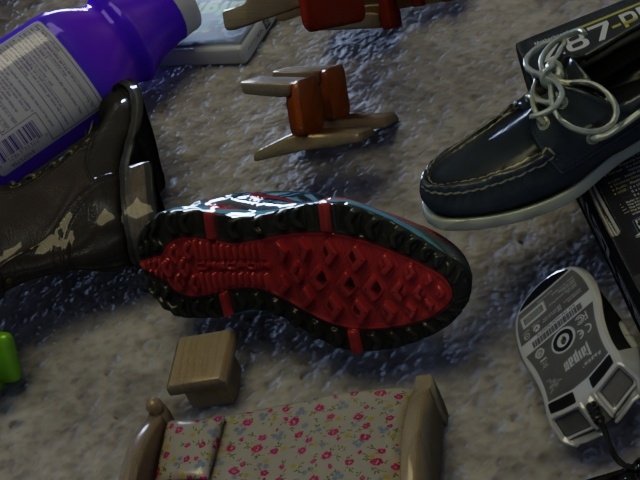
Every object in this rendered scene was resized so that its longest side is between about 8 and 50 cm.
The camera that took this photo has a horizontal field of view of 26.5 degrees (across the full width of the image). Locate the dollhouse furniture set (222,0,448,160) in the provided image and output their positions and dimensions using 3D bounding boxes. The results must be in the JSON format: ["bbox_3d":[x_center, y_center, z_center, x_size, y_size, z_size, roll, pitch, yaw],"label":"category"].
[{"bbox_3d":[0.021,-0.218,1.108,0.135,0.262,0.259,-6,11,19],"label":"dollhouse furniture set"}]

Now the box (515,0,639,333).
[{"bbox_3d":[0.357,-0.093,0.892,0.394,0.097,0.318,-22,41,6],"label":"box"}]

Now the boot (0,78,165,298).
[{"bbox_3d":[-0.244,-0.035,1.107,0.229,0.091,0.263,-13,33,-2],"label":"boot"}]

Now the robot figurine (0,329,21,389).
[{"bbox_3d":[-0.286,0.092,1.043,0.115,0.067,0.101,0,20,30],"label":"robot figurine"}]

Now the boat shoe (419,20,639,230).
[{"bbox_3d":[0.173,-0.087,0.855,0.254,0.079,0.095,-23,39,8],"label":"boat shoe"}]

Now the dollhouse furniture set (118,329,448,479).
[{"bbox_3d":[0.005,0.126,0.767,0.303,0.174,0.356,-11,41,16],"label":"dollhouse furniture set"}]

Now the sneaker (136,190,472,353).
[{"bbox_3d":[0.000,0.000,0.957,0.261,0.104,0.125,9,25,33],"label":"sneaker"}]

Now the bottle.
[{"bbox_3d":[-0.237,-0.148,1.241,0.283,0.118,0.092,-39,3,-20],"label":"bottle"}]

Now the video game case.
[{"bbox_3d":[-0.120,-0.236,1.365,0.190,0.022,0.173,3,46,30],"label":"video game case"}]

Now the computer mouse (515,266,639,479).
[{"bbox_3d":[0.169,0.089,0.817,0.106,0.042,0.193,-44,30,24],"label":"computer mouse"}]
